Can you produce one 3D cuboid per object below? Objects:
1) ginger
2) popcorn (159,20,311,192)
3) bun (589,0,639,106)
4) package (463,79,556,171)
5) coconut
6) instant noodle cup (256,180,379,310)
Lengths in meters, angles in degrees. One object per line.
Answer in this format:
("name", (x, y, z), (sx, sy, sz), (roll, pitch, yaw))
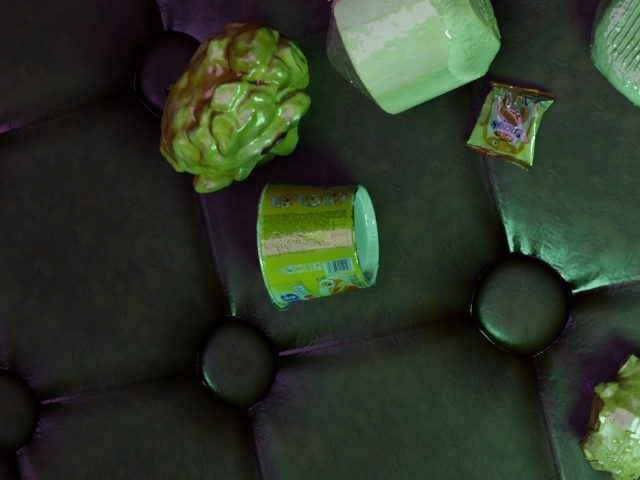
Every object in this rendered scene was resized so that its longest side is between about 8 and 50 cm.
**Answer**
("ginger", (0.450, 0.270, 1.666), (0.157, 0.102, 0.216), (17, 97, -2))
("popcorn", (-0.133, -0.207, 1.819), (0.215, 0.252, 0.286), (47, 115, 0))
("bun", (0.479, -0.288, 1.620), (0.221, 0.108, 0.221), (2, 96, 15))
("package", (0.283, -0.176, 1.750), (0.108, 0.031, 0.121), (22, 101, 21))
("coconut", (0.121, -0.313, 1.712), (0.244, 0.239, 0.239), (-22, 84, 21))
("instant noodle cup", (0.000, 0.000, 1.800), (0.153, 0.205, 0.205), (-7, 90, 17))
